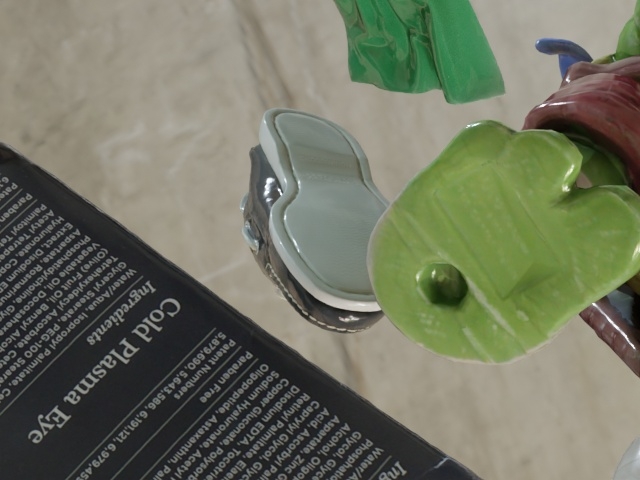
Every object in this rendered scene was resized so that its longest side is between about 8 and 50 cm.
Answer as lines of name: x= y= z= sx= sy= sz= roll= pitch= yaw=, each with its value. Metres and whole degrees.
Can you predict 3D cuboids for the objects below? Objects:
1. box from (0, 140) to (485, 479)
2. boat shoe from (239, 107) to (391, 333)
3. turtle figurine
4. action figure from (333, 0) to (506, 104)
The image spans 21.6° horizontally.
box: x=-0.085 y=0.174 z=0.882 sx=0.179 sy=0.312 sz=0.343 roll=-47 pitch=-26 yaw=-23
boat shoe: x=0.000 y=0.000 z=1.262 sx=0.114 sy=0.091 sz=0.302 roll=13 pitch=-155 yaw=-10
turtle figurine: x=0.150 y=-0.029 z=0.452 sx=0.266 sy=0.275 sz=0.197 roll=-44 pitch=-45 yaw=-50
action figure: x=0.037 y=-0.200 z=1.046 sx=0.063 sy=0.137 sz=0.232 roll=-45 pitch=-54 yaw=-34
